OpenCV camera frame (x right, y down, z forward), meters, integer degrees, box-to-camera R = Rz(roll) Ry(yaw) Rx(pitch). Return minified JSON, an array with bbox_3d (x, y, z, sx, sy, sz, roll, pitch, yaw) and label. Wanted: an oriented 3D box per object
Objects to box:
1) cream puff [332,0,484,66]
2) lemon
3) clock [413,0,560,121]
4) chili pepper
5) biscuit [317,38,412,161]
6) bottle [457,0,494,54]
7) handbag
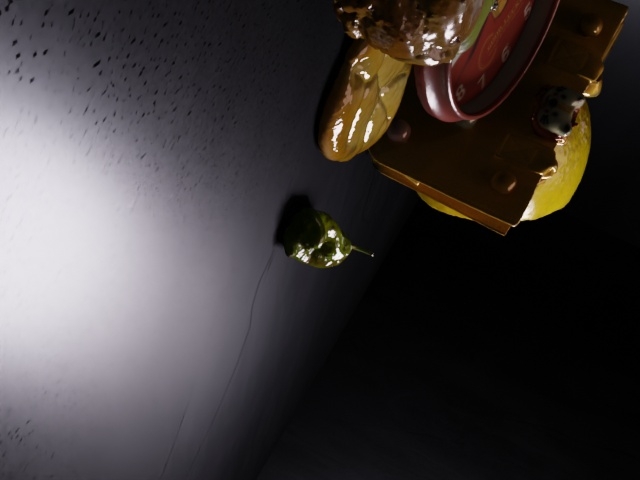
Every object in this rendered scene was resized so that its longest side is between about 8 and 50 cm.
[{"bbox_3d":[0.063,-0.200,0.455,0.165,0.115,0.150,66,44,-67],"label":"cream puff"},{"bbox_3d":[0.334,-0.229,1.226,0.364,0.364,0.364,-60,171,-16],"label":"lemon"},{"bbox_3d":[0.213,-0.302,0.817,0.318,0.080,0.318,-38,145,-32],"label":"clock"},{"bbox_3d":[0.000,0.003,0.851,0.072,0.073,0.204,-45,161,6],"label":"chili pepper"},{"bbox_3d":[0.063,-0.178,0.752,0.202,0.041,0.260,-64,167,-3],"label":"biscuit"},{"bbox_3d":[0.138,-0.306,0.581,0.260,0.112,0.112,-65,171,4],"label":"bottle"},{"bbox_3d":[0.277,-0.239,1.015,0.400,0.283,0.133,-60,168,-5],"label":"handbag"}]
